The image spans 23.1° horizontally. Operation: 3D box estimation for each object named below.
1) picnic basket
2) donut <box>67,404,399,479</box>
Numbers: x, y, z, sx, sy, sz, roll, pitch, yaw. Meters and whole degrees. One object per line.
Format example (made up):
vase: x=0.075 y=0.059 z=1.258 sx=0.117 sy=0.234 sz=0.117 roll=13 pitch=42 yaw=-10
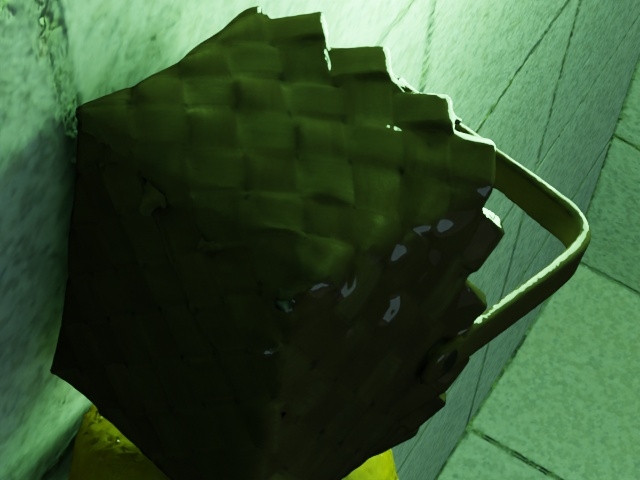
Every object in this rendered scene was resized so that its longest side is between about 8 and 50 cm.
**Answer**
picnic basket: x=0.000 y=0.000 z=1.025 sx=0.321 sy=0.254 sz=0.291 roll=-34 pitch=151 yaw=-40
donut: x=-0.065 y=0.170 z=1.160 sx=0.277 sy=0.277 sz=0.108 roll=-34 pitch=128 yaw=-60
